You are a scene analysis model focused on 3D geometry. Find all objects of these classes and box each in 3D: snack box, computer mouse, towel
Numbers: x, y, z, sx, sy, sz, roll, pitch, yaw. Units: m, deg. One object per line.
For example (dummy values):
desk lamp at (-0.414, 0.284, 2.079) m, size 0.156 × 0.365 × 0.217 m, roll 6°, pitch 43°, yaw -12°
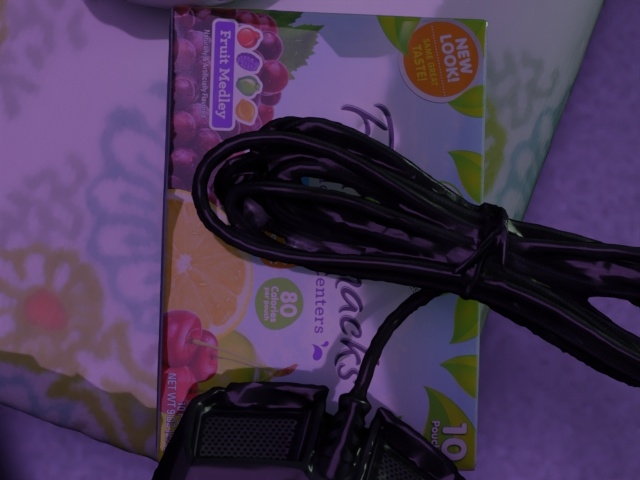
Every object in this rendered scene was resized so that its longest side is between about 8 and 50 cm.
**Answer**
snack box at (0.000, 0.000, 0.513) m, size 0.100 × 0.037 × 0.141 m, roll 2°, pitch 88°, yaw -7°
computer mouse at (0.025, 0.108, 0.473) m, size 0.184 × 0.060 × 0.262 m, roll 15°, pitch 84°, yaw -3°
towel at (-0.090, -0.105, 0.579) m, size 0.374 × 0.090 × 0.320 m, roll 22°, pitch 85°, yaw -2°

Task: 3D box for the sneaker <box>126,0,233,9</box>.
sneaker at (0.018, -0.160, 0.495) m, size 0.236 × 0.104 × 0.095 m, roll -33°, pitch 90°, yaw -5°
